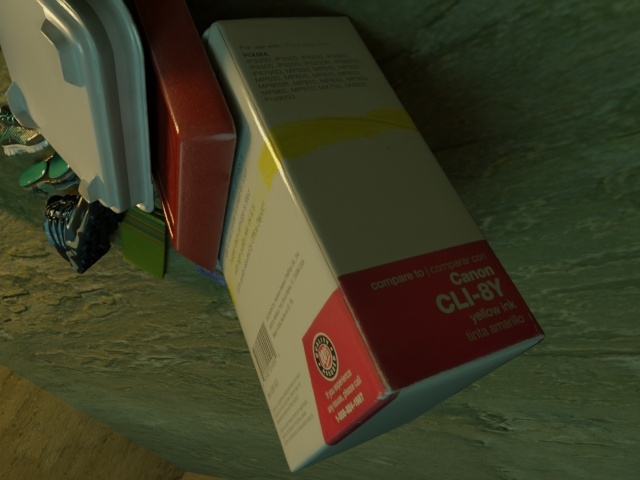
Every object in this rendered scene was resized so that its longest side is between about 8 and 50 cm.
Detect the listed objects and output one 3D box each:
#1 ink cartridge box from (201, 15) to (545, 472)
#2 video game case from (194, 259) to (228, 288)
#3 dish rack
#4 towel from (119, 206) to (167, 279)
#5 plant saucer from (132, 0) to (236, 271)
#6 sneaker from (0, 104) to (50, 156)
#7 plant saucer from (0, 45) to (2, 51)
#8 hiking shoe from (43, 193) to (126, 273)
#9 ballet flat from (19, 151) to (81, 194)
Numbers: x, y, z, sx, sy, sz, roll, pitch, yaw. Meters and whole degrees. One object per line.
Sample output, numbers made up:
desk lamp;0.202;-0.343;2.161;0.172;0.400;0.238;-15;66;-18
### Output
ink cartridge box;0.000;0.000;0.554;0.160;0.385;0.279;-13;153;-25
video game case;-0.056;0.053;0.924;0.269;0.061;0.244;33;142;-15
dish rack;-0.313;-0.194;0.629;0.285;0.072;0.333;45;147;16
towel;-0.351;-0.001;1.047;0.102;0.021;0.237;28;145;0
plant saucer;-0.168;-0.127;0.604;0.047;0.259;0.258;-11;152;-23
sneaker;-0.474;-0.182;0.839;0.166;0.065;0.076;-4;133;29
plant saucer;-0.457;-0.298;0.717;0.083;0.013;0.084;14;144;10
hiking shoe;-0.452;-0.034;0.964;0.132;0.113;0.304;43;142;-8
ballet flat;-0.448;-0.119;0.917;0.188;0.070;0.070;-6;136;36
